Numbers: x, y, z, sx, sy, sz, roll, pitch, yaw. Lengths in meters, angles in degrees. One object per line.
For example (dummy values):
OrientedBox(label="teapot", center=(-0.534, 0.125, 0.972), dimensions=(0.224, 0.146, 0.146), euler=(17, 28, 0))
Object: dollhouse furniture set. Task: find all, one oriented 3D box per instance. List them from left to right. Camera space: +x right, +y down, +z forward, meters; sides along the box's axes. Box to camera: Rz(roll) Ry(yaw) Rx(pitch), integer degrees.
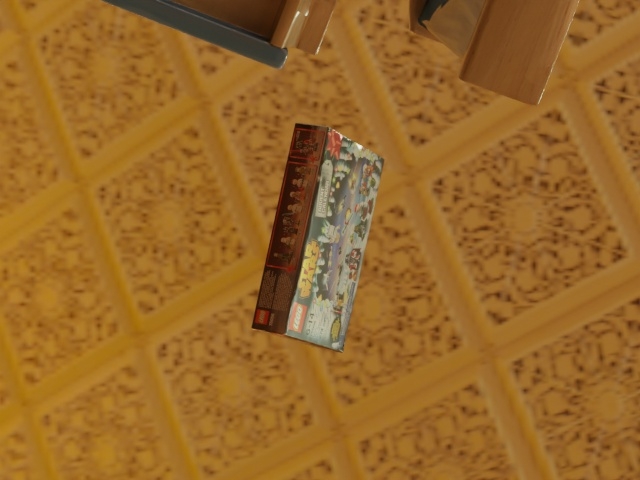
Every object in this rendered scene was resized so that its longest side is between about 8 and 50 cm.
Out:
OrientedBox(label="dollhouse furniture set", center=(0.008, -0.249, 0.969), dimensions=(0.303, 0.198, 0.286), euler=(18, -78, -11))

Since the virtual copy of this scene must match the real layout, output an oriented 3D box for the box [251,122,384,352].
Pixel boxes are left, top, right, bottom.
OrientedBox(label="box", center=(0.000, 0.000, 1.118), dimensions=(0.027, 0.094, 0.137), euler=(9, -96, 27))
